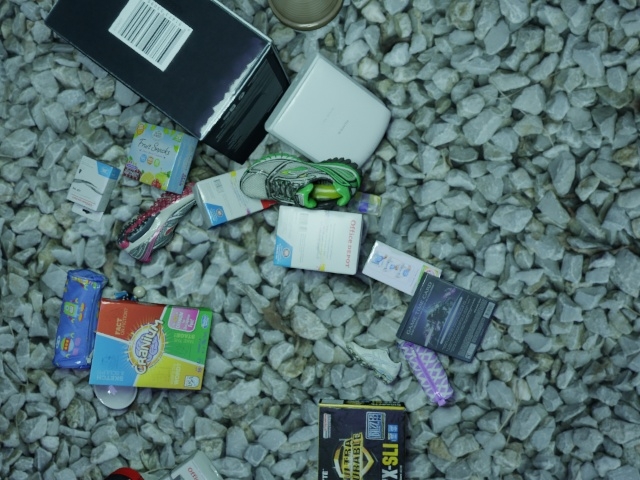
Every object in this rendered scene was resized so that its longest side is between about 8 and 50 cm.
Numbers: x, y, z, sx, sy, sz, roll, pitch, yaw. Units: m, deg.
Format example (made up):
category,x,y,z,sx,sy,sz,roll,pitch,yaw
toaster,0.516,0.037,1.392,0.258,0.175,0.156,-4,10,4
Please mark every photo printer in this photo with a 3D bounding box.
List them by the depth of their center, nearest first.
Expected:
category,x,y,z,sx,sy,sz,roll,pitch,yaw
photo printer,0.035,-0.336,1.685,0.308,0.107,0.256,31,99,-27

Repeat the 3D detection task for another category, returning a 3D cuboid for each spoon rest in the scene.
category,x,y,z,sx,sy,sz,roll,pitch,yaw
spoon rest,-0.590,0.380,1.809,0.137,0.084,0.276,25,92,4

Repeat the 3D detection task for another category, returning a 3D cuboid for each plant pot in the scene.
category,x,y,z,sx,sy,sz,roll,pitch,yaw
plant pot,-0.048,-0.745,1.741,0.238,0.110,0.237,0,90,6

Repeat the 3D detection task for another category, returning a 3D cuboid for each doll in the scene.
category,x,y,z,sx,sy,sz,roll,pitch,yaw
doll,-0.593,0.216,1.801,0.129,0.046,0.189,50,62,-37

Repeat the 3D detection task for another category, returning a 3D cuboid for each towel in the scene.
category,x,y,z,sx,sy,sz,roll,pitch,yaw
towel,0.138,-0.110,1.779,0.083,0.009,0.060,15,93,4

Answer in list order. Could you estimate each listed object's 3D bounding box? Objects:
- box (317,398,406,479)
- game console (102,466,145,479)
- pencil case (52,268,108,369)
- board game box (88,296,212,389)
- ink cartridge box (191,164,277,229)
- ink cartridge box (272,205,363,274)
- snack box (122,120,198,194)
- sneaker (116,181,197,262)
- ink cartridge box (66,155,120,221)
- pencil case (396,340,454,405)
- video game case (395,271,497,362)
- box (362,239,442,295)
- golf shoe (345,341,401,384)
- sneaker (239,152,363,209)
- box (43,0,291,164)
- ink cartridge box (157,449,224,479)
category,x,y,z,sx,sy,sz,roll,pitch,yaw
box,0.119,0.633,1.756,0.257,0.079,0.321,2,91,3
game console,-0.585,0.876,1.770,0.387,0.060,0.342,-40,86,23
pencil case,-0.718,0.240,1.799,0.133,0.119,0.306,10,92,27
board game box,-0.493,0.304,1.747,0.317,0.064,0.242,8,92,-21
ink cartridge box,-0.241,-0.133,1.751,0.231,0.078,0.134,-20,89,-25
ink cartridge box,0.000,0.000,1.712,0.233,0.168,0.171,8,90,5
snack box,-0.472,-0.245,1.759,0.207,0.070,0.174,20,93,32
sneaker,-0.461,-0.063,1.791,0.299,0.121,0.112,-41,123,-6
ink cartridge box,-0.697,-0.155,1.824,0.104,0.060,0.180,22,92,4
pencil case,0.307,0.368,1.731,0.086,0.088,0.206,-31,89,7
video game case,0.360,0.221,1.689,0.274,0.026,0.196,22,93,-26
box,0.231,0.086,1.721,0.203,0.114,0.103,25,92,3
golf shoe,0.157,0.343,1.766,0.176,0.069,0.086,38,73,1
sneaker,-0.065,-0.156,1.630,0.344,0.146,0.134,-1,122,18
box,-0.357,-0.475,1.586,0.480,0.472,0.297,37,94,4
ink cartridge box,-0.408,0.761,1.793,0.218,0.092,0.158,-37,87,3
